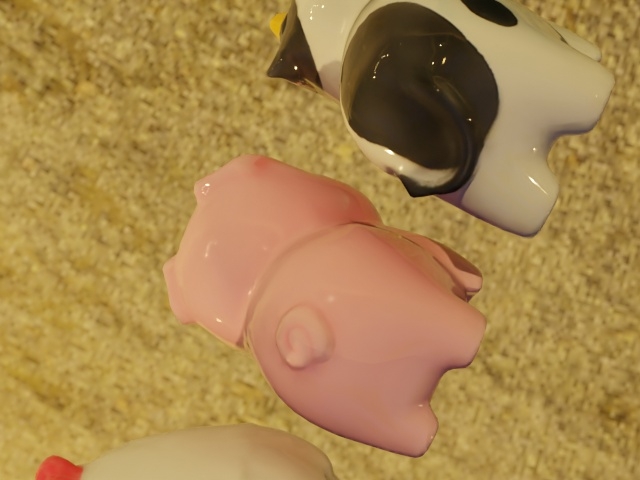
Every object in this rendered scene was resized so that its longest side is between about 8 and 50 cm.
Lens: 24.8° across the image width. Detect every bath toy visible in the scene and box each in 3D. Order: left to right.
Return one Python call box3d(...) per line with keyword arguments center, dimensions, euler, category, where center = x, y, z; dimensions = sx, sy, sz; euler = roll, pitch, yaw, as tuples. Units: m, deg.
box3d(center=(0.000, 0.000, 0.546), dimensions=(0.129, 0.151, 0.348), euler=(23, 102, -5), category="bath toy")
